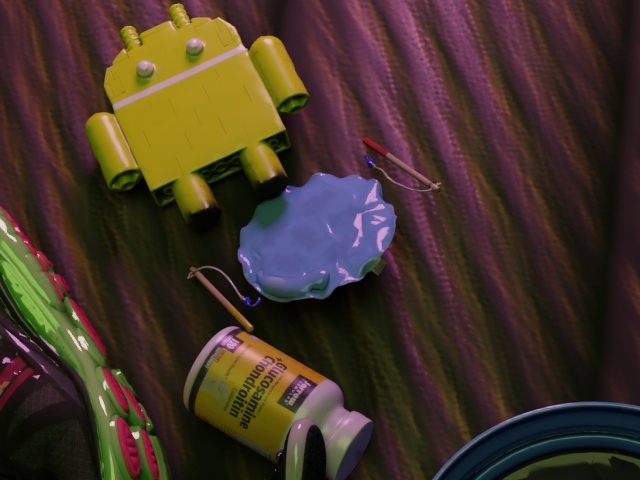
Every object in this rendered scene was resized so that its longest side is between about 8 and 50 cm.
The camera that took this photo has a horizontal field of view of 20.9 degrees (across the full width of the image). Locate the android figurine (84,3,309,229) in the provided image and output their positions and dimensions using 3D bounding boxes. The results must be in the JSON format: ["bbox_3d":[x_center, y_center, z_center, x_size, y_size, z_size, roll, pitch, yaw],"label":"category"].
[{"bbox_3d":[-0.143,-0.149,1.959,0.248,0.056,0.273,-23,64,-2],"label":"android figurine"}]

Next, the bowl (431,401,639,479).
[{"bbox_3d":[0.269,0.353,1.689,0.391,0.077,0.391,-3,67,6],"label":"bowl"}]

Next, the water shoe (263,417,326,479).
[{"bbox_3d":[-0.046,0.270,1.719,0.080,0.073,0.203,11,105,21],"label":"water shoe"}]

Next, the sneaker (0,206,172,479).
[{"bbox_3d":[-0.305,0.176,1.796,0.202,0.185,0.483,-35,57,-1],"label":"sneaker"}]

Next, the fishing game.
[{"bbox_3d":[0.000,0.000,1.873,0.264,0.041,0.189,-39,44,-15],"label":"fishing game"}]

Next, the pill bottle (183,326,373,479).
[{"bbox_3d":[-0.042,0.173,1.788,0.184,0.103,0.103,28,73,17],"label":"pill bottle"}]
